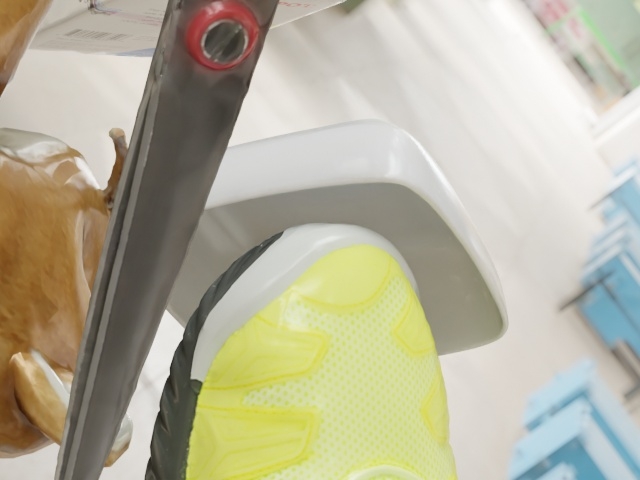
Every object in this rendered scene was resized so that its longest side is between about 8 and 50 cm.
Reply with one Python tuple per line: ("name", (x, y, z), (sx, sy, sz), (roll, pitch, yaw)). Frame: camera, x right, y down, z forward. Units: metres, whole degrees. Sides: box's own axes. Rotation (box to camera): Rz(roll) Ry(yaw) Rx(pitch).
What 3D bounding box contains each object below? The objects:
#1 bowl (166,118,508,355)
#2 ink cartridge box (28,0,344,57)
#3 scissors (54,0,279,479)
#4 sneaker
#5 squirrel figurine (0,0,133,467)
("bowl", (0.000, 0.000, 0.739), (0.142, 0.142, 0.053), (52, 33, -50))
("ink cartridge box", (-0.115, -0.246, 1.331), (0.171, 0.233, 0.168), (1, 83, -38))
("scissors", (-0.025, -0.064, 0.361), (0.109, 0.297, 0.021), (21, 22, -35))
("sneaker", (0.020, 0.185, 0.659), (0.145, 0.147, 0.384), (1, 88, -36))
("squirrel figurine", (-0.240, -0.018, 0.723), (0.370, 0.281, 0.397), (68, 31, -31))
